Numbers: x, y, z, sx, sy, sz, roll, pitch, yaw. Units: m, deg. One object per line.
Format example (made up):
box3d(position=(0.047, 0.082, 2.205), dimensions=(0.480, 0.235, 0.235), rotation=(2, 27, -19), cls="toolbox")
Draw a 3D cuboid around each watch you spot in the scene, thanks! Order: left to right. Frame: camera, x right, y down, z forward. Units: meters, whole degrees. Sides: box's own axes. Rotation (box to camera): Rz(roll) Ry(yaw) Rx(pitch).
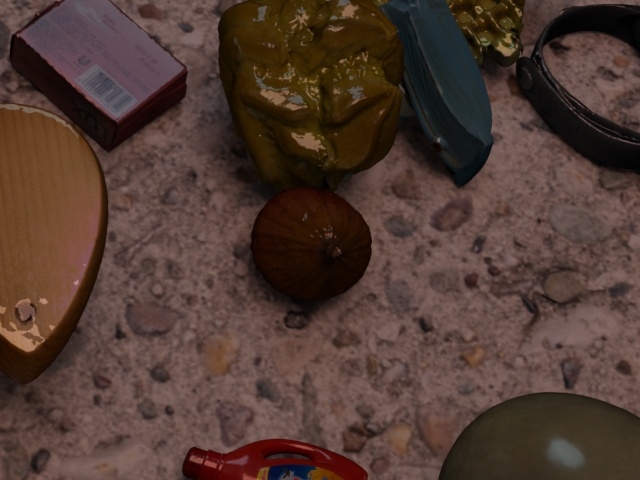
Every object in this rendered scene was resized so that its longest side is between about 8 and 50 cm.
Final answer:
box3d(position=(0.326, -0.165, 1.942), dimensions=(0.193, 0.068, 0.206), rotation=(-23, 66, -21), cls="watch")

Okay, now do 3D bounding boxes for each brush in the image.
box3d(position=(-0.283, 0.020, 1.626), dimensions=(0.174, 0.166, 0.266), rotation=(0, 62, -16), cls="brush")

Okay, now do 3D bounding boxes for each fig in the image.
box3d(position=(-0.007, -0.007, 1.718), dimensions=(0.119, 0.153, 0.119), rotation=(1, 68, -3), cls="fig")

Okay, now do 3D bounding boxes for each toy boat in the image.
box3d(position=(0.108, -0.157, 1.862), dimensions=(0.088, 0.102, 0.215), rotation=(-26, 91, -46), cls="toy boat")

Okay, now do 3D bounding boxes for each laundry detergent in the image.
box3d(position=(-0.043, 0.219, 1.642), dimensions=(0.165, 0.049, 0.097), rotation=(19, 52, -2), cls="laundry detergent")

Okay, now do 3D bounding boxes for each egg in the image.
box3d(position=(0.242, 0.293, 1.551), dimensions=(0.258, 0.258, 0.352), rotation=(-19, 69, -23), cls="egg")

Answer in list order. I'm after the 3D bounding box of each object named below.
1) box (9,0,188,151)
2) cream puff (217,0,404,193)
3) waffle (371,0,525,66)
box3d(position=(-0.224, -0.177, 1.814), dimensions=(0.156, 0.060, 0.111), rotation=(44, 61, 9), cls="box")
box3d(position=(-0.003, -0.162, 1.769), dimensions=(0.195, 0.194, 0.221), rotation=(-6, 68, -17), cls="cream puff")
box3d(position=(0.122, -0.276, 1.957), dimensions=(0.204, 0.054, 0.223), rotation=(11, 59, -6), cls="waffle")
